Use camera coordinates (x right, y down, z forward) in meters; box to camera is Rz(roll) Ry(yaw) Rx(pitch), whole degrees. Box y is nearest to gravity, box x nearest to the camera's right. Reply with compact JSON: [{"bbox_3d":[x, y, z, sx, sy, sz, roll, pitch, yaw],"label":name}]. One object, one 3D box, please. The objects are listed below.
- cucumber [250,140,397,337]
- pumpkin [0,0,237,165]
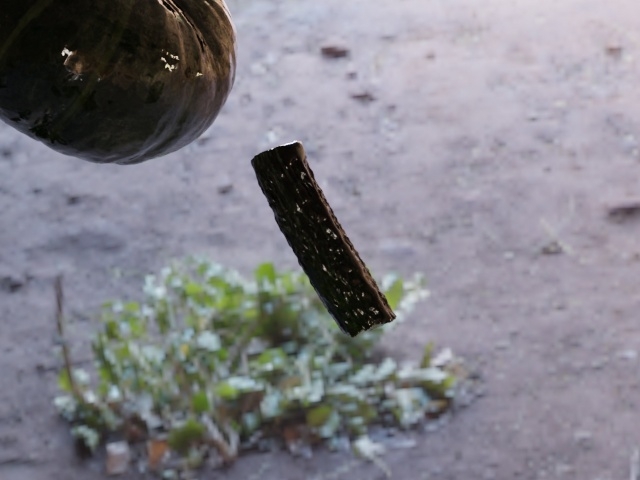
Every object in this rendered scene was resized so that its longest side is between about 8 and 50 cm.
[{"bbox_3d":[0.000,0.000,1.322,0.058,0.187,0.058,-30,0,0],"label":"cucumber"},{"bbox_3d":[-0.224,-0.199,1.458,0.300,0.207,0.300,28,26,-15],"label":"pumpkin"}]
